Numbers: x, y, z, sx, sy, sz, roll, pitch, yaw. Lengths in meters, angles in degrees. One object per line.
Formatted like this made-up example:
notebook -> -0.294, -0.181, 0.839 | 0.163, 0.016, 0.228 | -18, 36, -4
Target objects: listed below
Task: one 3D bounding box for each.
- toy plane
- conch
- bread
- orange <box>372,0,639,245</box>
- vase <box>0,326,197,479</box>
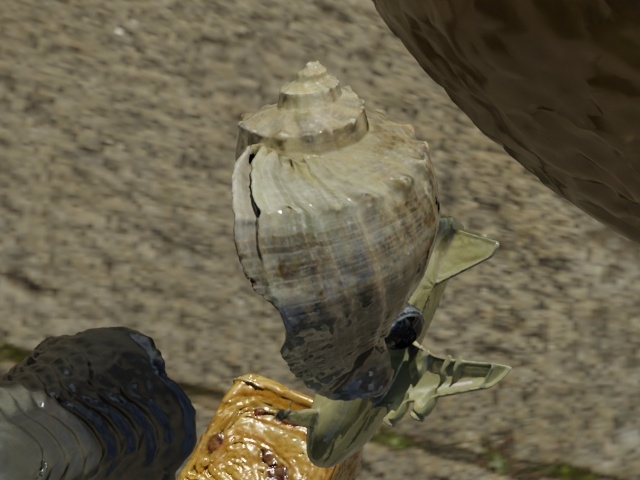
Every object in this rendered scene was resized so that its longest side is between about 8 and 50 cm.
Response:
toy plane -> 0.051, 0.078, 1.522 | 0.256, 0.104, 0.242 | -55, 46, 13
conch -> 0.000, 0.000, 1.086 | 0.130, 0.155, 0.207 | 13, 113, 45
bread -> -0.041, 0.231, 1.895 | 0.149, 0.143, 0.158 | 28, 72, 15
orange -> 0.141, -0.171, 0.536 | 0.322, 0.322, 0.357 | 19, 113, 24
vase -> -0.164, 0.107, 0.896 | 0.115, 0.237, 0.115 | 2, 95, 24
